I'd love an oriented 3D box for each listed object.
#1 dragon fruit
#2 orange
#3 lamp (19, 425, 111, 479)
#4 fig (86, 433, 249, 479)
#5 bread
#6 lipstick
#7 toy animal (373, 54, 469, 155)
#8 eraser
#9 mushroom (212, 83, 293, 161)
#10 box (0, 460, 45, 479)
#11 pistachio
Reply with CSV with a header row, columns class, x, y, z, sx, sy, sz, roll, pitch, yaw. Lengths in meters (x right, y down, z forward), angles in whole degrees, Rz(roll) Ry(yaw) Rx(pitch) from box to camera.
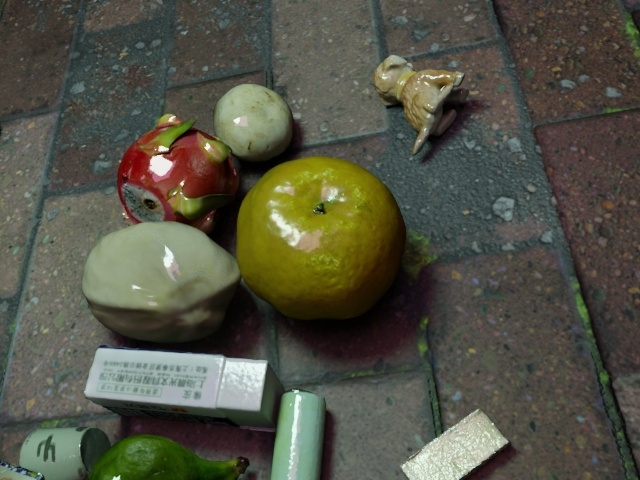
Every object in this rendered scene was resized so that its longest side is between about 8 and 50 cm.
class,x,y,z,sx,sy,sz,roll,pitch,yaw
dragon fruit,-0.255,-0.113,1.255,0.224,0.224,0.227,22,51,25
orange,0.000,0.000,1.104,0.279,0.235,0.279,2,59,-3
lamp,-0.432,0.351,1.046,0.214,0.121,0.121,-17,55,13
fig,-0.209,0.372,0.959,0.235,0.203,0.203,1,50,-27
bread,0.191,0.307,0.976,0.153,0.028,0.068,-34,56,-8
lipstick,-0.037,0.362,0.968,0.076,0.076,0.304,-3,57,12
toy animal,0.161,-0.267,1.318,0.185,0.104,0.184,31,76,24
eraser,-0.206,0.231,1.062,0.287,0.130,0.086,2,60,14
mushroom,-0.131,-0.228,1.348,0.166,0.127,0.166,6,61,-10
box,-0.528,0.395,0.988,0.310,0.198,0.084,9,28,20
pistachio,-0.278,0.063,1.150,0.331,0.208,0.226,2,25,37
